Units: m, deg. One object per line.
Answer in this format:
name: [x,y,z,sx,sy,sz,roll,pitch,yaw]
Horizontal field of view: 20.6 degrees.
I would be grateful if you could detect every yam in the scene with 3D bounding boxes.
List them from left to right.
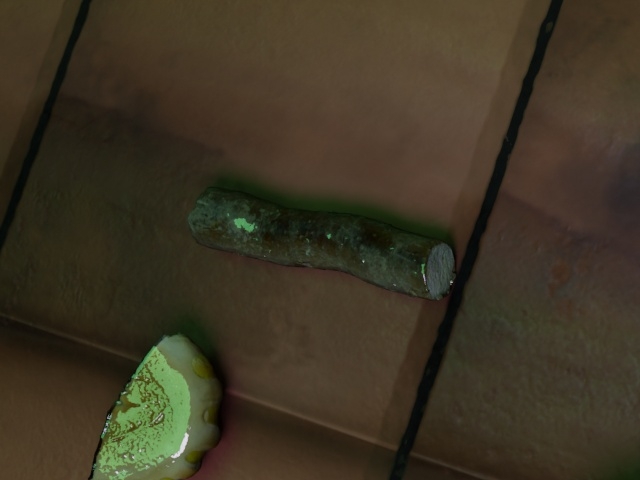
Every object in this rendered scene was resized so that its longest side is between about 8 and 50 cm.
yam: [0.000,0.000,1.511,0.253,0.061,0.061,13,83,32]

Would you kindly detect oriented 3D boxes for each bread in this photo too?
bread: [-0.130,0.159,1.526,0.094,0.083,0.157,11,83,29]
